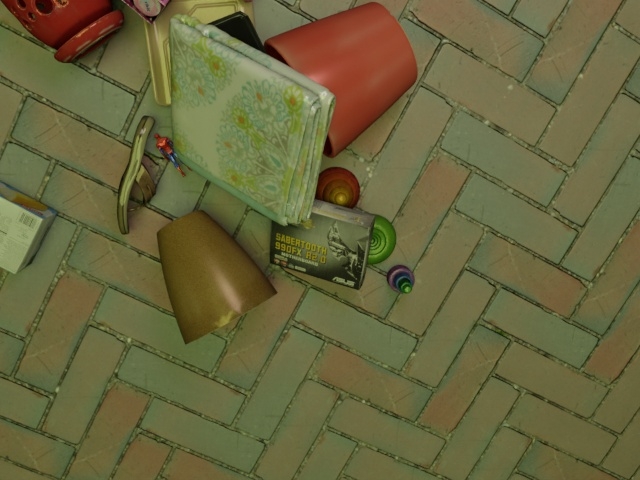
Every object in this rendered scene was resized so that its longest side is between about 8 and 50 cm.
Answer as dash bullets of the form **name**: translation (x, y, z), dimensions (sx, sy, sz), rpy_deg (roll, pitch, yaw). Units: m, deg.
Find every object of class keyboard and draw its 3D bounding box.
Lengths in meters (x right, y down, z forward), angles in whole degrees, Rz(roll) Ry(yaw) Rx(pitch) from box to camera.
- **keyboard**: translation (-0.179, -0.318, 1.219), dimensions (0.201, 0.033, 0.317), rpy_deg (-15, 126, 16)

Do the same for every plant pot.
- **plant pot**: translation (-0.263, 0.069, 1.280), dimensions (0.237, 0.237, 0.255), rpy_deg (-30, 89, 3)
- **plant pot**: translation (0.051, -0.353, 1.179), dimensions (0.243, 0.275, 0.275), rpy_deg (-33, 104, -5)
- **plant pot**: translation (-0.513, -0.472, 1.135), dimensions (0.191, 0.191, 0.174), rpy_deg (-34, 113, 4)

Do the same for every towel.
- **towel**: translation (-0.154, -0.232, 1.127), dimensions (0.374, 0.090, 0.321), rpy_deg (32, 136, 17)

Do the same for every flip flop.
- **flip flop**: translation (-0.407, -0.142, 1.270), dimensions (0.080, 0.112, 0.277), rpy_deg (15, 97, -23)

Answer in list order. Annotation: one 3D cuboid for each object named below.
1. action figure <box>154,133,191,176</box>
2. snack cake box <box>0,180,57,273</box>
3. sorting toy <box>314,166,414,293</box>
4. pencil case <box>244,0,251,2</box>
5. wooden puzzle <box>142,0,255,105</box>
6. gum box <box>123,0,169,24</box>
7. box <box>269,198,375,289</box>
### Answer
- **action figure**: translation (-0.344, -0.200, 1.291), dimensions (0.038, 0.030, 0.115), rpy_deg (-39, 98, 0)
- **snack cake box**: translation (-0.762, -0.058, 1.261), dimensions (0.264, 0.089, 0.152), rpy_deg (30, 101, -11)
- **sorting toy**: translation (0.114, -0.009, 1.324), dimensions (0.127, 0.126, 0.366), rpy_deg (-36, 103, 4)
- **pencil case**: translation (-0.155, -0.613, 1.161), dimensions (0.095, 0.098, 0.210), rpy_deg (16, 93, 37)
- **wooden puzzle**: translation (-0.259, -0.420, 1.241), dimensions (0.238, 0.044, 0.221), rpy_deg (-6, 104, -8)
- **gum box**: translation (-0.378, -0.535, 1.102), dimensions (0.188, 0.107, 0.062), rpy_deg (37, 135, -23)
- **box**: translation (0.000, 0.000, 1.279), dimensions (0.230, 0.056, 0.183), rpy_deg (17, 129, 12)
